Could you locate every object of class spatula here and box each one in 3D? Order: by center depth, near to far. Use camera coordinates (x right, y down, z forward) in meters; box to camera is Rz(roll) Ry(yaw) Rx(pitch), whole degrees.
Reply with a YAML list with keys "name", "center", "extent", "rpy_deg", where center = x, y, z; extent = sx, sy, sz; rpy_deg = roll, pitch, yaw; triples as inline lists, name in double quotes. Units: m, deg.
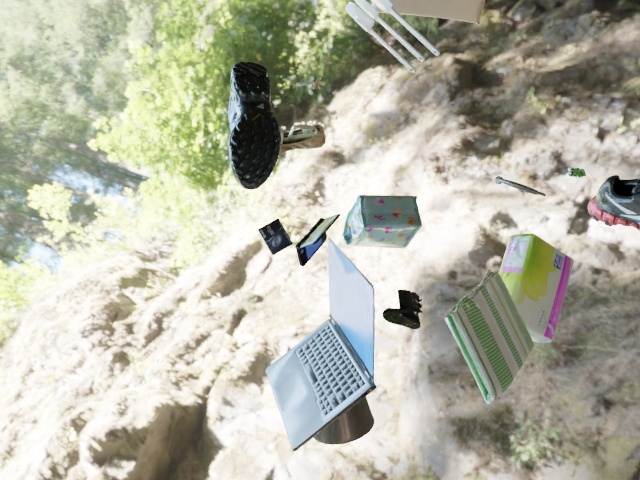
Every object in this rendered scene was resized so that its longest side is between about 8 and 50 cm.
- name: "spatula"
  center: [0.173, -0.514, 1.407]
  extent: [0.242, 0.168, 0.019]
  rpy_deg: [39, -106, -11]

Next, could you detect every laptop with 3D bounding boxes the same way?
- name: "laptop"
  center: [-0.019, 0.257, 1.545]
  extent: [0.408, 0.382, 0.236]
  rpy_deg: [-39, -66, -1]

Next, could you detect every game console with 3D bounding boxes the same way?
- name: "game console"
  center: [0.000, 0.000, 1.431]
  extent: [0.122, 0.071, 0.107]
  rpy_deg: [-49, -37, -36]

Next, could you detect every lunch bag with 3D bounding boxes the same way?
- name: "lunch bag"
  center: [0.209, -0.051, 2.039]
  extent: [0.262, 0.224, 0.160]
  rpy_deg: [116, 151, -65]

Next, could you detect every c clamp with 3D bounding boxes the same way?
- name: "c clamp"
  center: [0.520, -0.142, 1.526]
  extent: [0.161, 0.137, 0.022]
  rpy_deg: [11, -77, -41]

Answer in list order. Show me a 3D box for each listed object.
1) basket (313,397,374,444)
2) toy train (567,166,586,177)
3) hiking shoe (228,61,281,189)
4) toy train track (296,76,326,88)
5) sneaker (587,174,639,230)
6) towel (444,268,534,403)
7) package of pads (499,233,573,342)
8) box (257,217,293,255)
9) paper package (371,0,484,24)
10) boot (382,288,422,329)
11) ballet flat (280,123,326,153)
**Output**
- name: "basket"
  center: [0.056, 0.479, 1.758]
  extent: [0.205, 0.154, 0.226]
  rpy_deg: [-12, -65, -10]
- name: "toy train"
  center: [0.633, -0.169, 1.426]
  extent: [0.083, 0.017, 0.023]
  rpy_deg: [-2, -105, -44]
- name: "hiking shoe"
  center: [-0.149, -0.240, 1.281]
  extent: [0.132, 0.113, 0.303]
  rpy_deg: [119, 152, -66]
- name: "toy train track"
  center: [-0.024, -0.402, 1.490]
  extent: [0.048, 0.083, 0.014]
  rpy_deg: [-67, -31, -32]
- name: "sneaker"
  center: [0.766, -0.073, 1.321]
  extent: [0.097, 0.276, 0.135]
  rpy_deg: [-45, -35, -32]
- name: "towel"
  center: [0.432, 0.229, 1.451]
  extent: [0.325, 0.038, 0.247]
  rpy_deg: [-28, -89, -52]
- name: "package of pads"
  center: [0.653, 0.146, 1.789]
  extent: [0.229, 0.101, 0.296]
  rpy_deg: [26, -104, -29]
- name: "box"
  center: [-0.125, -0.010, 1.585]
  extent: [0.067, 0.018, 0.083]
  rpy_deg: [-29, -89, -15]
- name: "paper package"
  center: [0.304, -0.775, 1.535]
  extent: [0.168, 0.310, 0.324]
  rpy_deg: [-85, 1, -50]
- name: "boot"
  center: [0.213, 0.171, 1.501]
  extent: [0.121, 0.045, 0.099]
  rpy_deg: [21, -132, -20]
- name: "ballet flat"
  center: [-0.084, -0.262, 1.471]
  extent: [0.206, 0.073, 0.067]
  rpy_deg: [-15, -44, -19]
